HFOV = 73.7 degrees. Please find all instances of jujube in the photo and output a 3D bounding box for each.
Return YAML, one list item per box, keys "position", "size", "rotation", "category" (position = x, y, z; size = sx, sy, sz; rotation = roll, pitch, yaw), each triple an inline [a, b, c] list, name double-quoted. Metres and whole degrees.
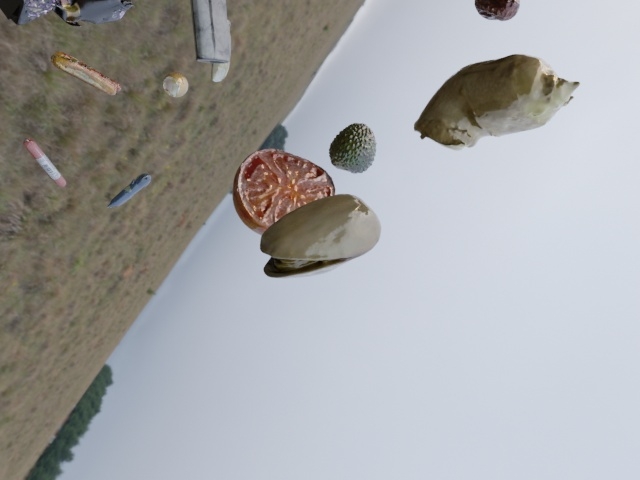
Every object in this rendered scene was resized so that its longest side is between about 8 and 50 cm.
- position: [0.410, -0.550, 0.994]
  size: [0.077, 0.077, 0.129]
  rotation: [-48, -145, 27]
  category: "jujube"

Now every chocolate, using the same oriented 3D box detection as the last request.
- position: [-0.320, -0.298, 0.544]
  size: [0.147, 0.072, 0.070]
  rotation: [-18, 119, -54]
  category: "chocolate"

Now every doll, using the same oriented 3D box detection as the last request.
- position: [-0.455, -0.117, 1.014]
  size: [0.125, 0.027, 0.037]
  rotation: [-38, -175, -1]
  category: "doll"

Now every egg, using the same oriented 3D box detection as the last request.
- position: [-0.479, -0.518, 1.420]
  size: [0.080, 0.080, 0.096]
  rotation: [-48, -171, 27]
  category: "egg"

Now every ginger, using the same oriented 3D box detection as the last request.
- position: [0.286, -0.233, 0.721]
  size: [0.267, 0.138, 0.152]
  rotation: [-17, -117, 45]
  category: "ginger"

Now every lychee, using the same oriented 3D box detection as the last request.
- position: [0.111, -0.305, 1.403]
  size: [0.171, 0.171, 0.171]
  rotation: [-50, -165, 18]
  category: "lychee"

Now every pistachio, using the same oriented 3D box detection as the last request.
- position: [0.000, 0.000, 0.705]
  size: [0.206, 0.129, 0.131]
  rotation: [-24, -144, -18]
  category: "pistachio"

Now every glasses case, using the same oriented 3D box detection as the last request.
- position: [-0.318, -0.660, 1.198]
  size: [0.060, 0.299, 0.114]
  rotation: [9, -161, 36]
  category: "glasses case"

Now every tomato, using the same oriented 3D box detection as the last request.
- position: [-0.085, -0.095, 0.975]
  size: [0.236, 0.237, 0.095]
  rotation: [-63, -173, -30]
  category: "tomato"

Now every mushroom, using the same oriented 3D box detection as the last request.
- position: [-0.334, -0.635, 1.416]
  size: [0.084, 0.071, 0.209]
  rotation: [-8, 98, -78]
  category: "mushroom"

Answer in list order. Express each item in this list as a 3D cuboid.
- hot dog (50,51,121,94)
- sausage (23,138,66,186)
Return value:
- position: [-0.503, -0.359, 0.924]
  size: [0.062, 0.144, 0.038]
  rotation: [30, -85, 36]
  category: "hot dog"
- position: [-0.767, -0.212, 1.196]
  size: [0.029, 0.029, 0.223]
  rotation: [-62, 173, -26]
  category: "sausage"
